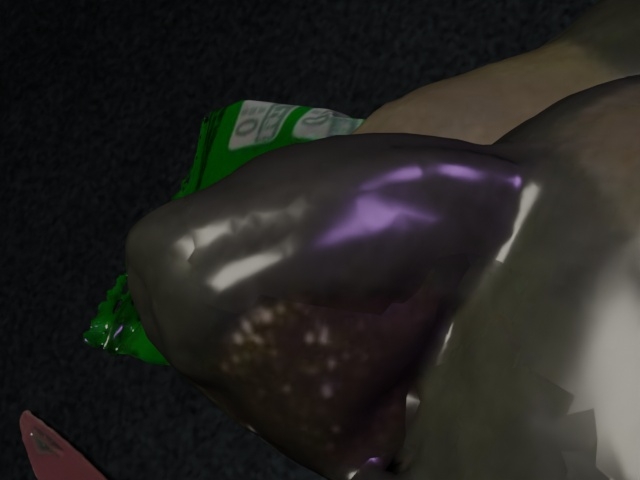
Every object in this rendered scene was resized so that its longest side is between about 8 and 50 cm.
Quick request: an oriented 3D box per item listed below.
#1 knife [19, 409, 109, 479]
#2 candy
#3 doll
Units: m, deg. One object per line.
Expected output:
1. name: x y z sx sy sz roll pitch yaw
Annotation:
1. knife: -0.079 0.156 0.904 0.247 0.018 0.035 41 100 39
2. candy: -0.002 0.000 0.875 0.203 0.078 0.141 2 74 28
3. doll: 0.122 0.042 0.616 0.378 0.382 0.252 -163 64 -73
